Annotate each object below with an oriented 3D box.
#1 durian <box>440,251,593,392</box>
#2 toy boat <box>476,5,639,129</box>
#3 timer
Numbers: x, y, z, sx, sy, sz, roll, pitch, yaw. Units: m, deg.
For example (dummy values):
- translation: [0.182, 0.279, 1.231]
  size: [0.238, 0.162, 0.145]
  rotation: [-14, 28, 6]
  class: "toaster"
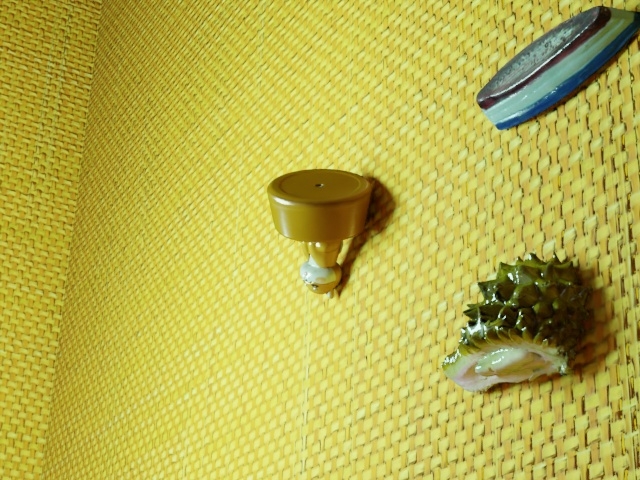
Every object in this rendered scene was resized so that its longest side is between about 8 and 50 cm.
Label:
- translation: [0.166, 0.088, 1.220]
  size: [0.224, 0.078, 0.140]
  rotation: [-41, 41, 48]
  class: "durian"
- translation: [0.236, -0.180, 1.269]
  size: [0.229, 0.046, 0.080]
  rotation: [-33, 43, 57]
  class: "toy boat"
- translation: [0.000, 0.000, 1.592]
  size: [0.132, 0.132, 0.152]
  rotation: [-135, 40, -61]
  class: "timer"
